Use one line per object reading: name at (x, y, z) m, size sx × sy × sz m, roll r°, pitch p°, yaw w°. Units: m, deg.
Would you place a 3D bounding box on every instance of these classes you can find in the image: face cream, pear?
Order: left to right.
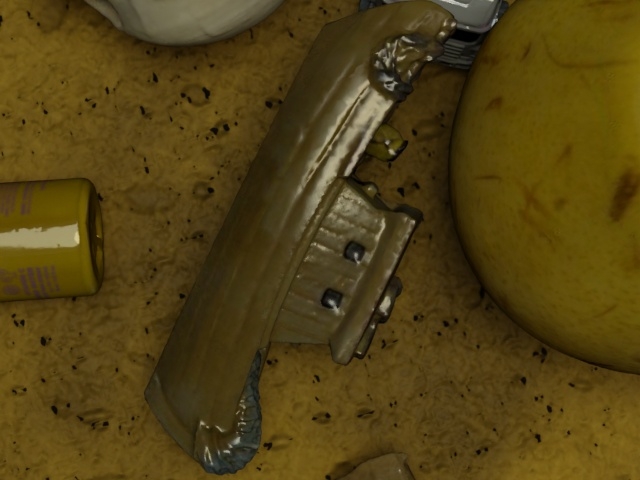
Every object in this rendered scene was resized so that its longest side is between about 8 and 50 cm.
face cream at (-0.281, 0.006, 0.670) m, size 0.273 × 0.078 × 0.078 m, roll -4°, pitch 86°, yaw -4°
pear at (0.209, -0.047, 0.609) m, size 0.280 × 0.281 × 0.281 m, roll 0°, pitch 86°, yaw -3°

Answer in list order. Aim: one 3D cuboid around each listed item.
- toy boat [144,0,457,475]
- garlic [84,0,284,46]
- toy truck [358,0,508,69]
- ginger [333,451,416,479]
toy boat at (0.000, 0.000, 0.652) m, size 0.121 × 0.089 × 0.321 m, roll 29°, pitch 101°, yaw 5°
garlic at (-0.127, -0.243, 0.646) m, size 0.203 × 0.185 × 0.281 m, roll -36°, pitch 90°, yaw 15°
toy truck at (0.105, -0.250, 0.689) m, size 0.114 × 0.124 × 0.254 m, roll 17°, pitch 84°, yaw 1°
ginger at (0.023, 0.230, 0.677) m, size 0.095 × 0.069 × 0.190 m, roll 28°, pitch 86°, yaw 1°
